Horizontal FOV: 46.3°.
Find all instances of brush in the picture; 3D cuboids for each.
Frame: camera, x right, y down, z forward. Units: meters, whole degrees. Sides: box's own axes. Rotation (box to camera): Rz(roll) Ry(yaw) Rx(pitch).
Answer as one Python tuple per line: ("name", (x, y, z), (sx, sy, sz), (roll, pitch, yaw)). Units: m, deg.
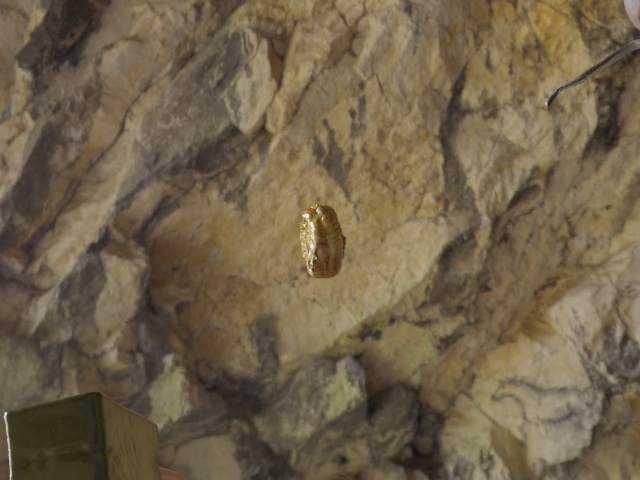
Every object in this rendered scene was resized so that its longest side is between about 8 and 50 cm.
("brush", (-0.103, 0.157, 0.418), (0.047, 0.103, 0.233), (-10, -21, 0))

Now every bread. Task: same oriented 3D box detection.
("bread", (0.000, 0.000, 0.986), (0.044, 0.083, 0.111), (-14, -32, -15))

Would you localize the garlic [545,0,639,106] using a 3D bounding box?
("garlic", (0.285, -0.224, 0.606), (0.256, 0.207, 0.207), (-16, -34, 34))
